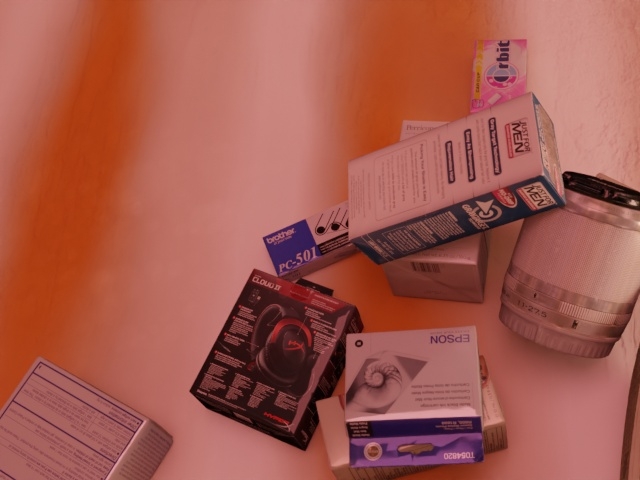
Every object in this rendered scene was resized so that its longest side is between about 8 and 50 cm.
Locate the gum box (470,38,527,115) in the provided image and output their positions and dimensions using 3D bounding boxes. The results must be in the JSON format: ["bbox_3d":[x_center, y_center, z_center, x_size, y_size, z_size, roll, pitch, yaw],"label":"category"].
[{"bbox_3d":[0.363,-0.314,1.975,0.107,0.062,0.188,1,64,13],"label":"gum box"}]

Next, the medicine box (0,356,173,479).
[{"bbox_3d":[-0.461,0.402,1.742,0.264,0.149,0.289,25,72,22],"label":"medicine box"}]

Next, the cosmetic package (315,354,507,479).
[{"bbox_3d":[0.157,0.313,1.655,0.296,0.153,0.129,-16,60,2],"label":"cosmetic package"}]

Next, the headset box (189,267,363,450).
[{"bbox_3d":[-0.069,0.201,1.780,0.218,0.110,0.293,19,69,20],"label":"headset box"}]

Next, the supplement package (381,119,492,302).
[{"bbox_3d":[0.227,-0.056,1.809,0.178,0.175,0.292,3,64,16],"label":"supplement package"}]

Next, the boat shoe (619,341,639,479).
[{"bbox_3d":[0.572,0.305,1.556,0.156,0.187,0.499,6,72,13],"label":"boat shoe"}]

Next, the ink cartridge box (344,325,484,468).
[{"bbox_3d":[0.149,0.251,1.577,0.224,0.045,0.223,-5,59,10],"label":"ink cartridge box"}]

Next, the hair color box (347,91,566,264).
[{"bbox_3d":[0.218,-0.097,1.617,0.347,0.105,0.173,-19,52,28],"label":"hair color box"}]

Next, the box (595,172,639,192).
[{"bbox_3d":[0.595,-0.005,1.752,0.275,0.094,0.113,29,73,24],"label":"box"}]

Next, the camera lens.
[{"bbox_3d":[0.437,0.034,1.641,0.220,0.219,0.274,21,104,21],"label":"camera lens"}]

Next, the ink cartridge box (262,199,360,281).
[{"bbox_3d":[0.000,0.000,1.904,0.207,0.046,0.097,-24,60,0],"label":"ink cartridge box"}]
